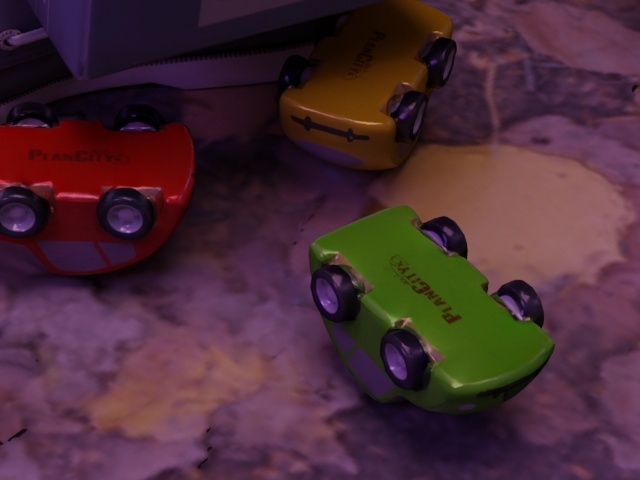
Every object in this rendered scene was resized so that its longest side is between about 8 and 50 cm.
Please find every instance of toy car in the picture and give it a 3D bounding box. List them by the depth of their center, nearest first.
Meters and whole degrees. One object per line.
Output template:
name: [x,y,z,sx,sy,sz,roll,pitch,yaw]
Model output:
toy car: [0.000,0.000,0.696,0.239,0.053,0.225,-22,48,-28]

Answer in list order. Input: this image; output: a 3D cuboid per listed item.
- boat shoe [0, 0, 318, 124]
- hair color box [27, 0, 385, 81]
boat shoe: [-0.126,-0.119,0.782,0.319,0.099,0.116,-9,43,-16]
hair color box: [-0.091,-0.248,0.758,0.185,0.114,0.374,-17,55,-25]
